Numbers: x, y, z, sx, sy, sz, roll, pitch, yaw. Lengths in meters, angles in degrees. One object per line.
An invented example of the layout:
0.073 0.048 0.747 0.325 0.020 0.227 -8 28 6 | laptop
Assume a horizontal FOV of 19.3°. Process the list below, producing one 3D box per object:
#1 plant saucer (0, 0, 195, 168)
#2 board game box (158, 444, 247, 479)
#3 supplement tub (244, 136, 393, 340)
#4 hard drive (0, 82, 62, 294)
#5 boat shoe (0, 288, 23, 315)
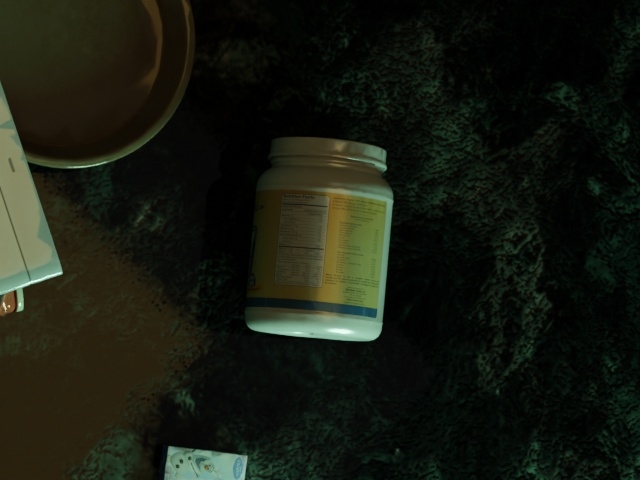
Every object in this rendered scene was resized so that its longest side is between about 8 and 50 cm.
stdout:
-0.262 -0.209 1.904 0.278 0.041 0.277 1 87 -23 | plant saucer
-0.125 0.262 1.953 0.090 0.020 0.090 10 83 -23 | board game box
0.000 0.000 1.954 0.144 0.144 0.199 8 84 -24 | supplement tub
-0.448 -0.023 1.778 0.353 0.047 0.233 -19 95 -14 | hard drive
-0.327 0.008 1.862 0.043 0.049 0.137 -11 97 -22 | boat shoe
